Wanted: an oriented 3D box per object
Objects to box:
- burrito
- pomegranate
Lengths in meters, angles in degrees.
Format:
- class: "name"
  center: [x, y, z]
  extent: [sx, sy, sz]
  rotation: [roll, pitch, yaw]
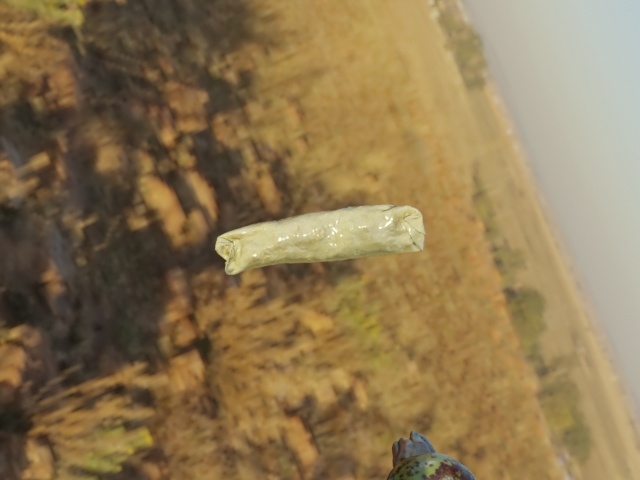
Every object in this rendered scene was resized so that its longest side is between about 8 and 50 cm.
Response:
- class: "burrito"
  center: [0.000, 0.000, 1.756]
  extent: [0.059, 0.275, 0.082]
  rotation: [-98, 179, -49]
- class: "pomegranate"
  center: [0.120, 0.311, 1.629]
  extent: [0.163, 0.125, 0.138]
  rotation: [43, -30, 37]
